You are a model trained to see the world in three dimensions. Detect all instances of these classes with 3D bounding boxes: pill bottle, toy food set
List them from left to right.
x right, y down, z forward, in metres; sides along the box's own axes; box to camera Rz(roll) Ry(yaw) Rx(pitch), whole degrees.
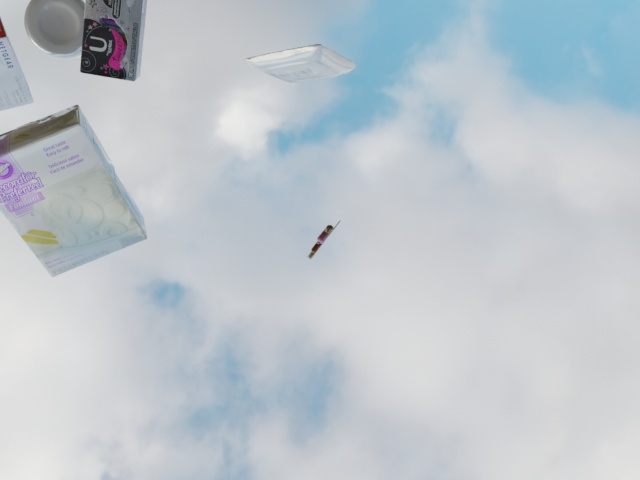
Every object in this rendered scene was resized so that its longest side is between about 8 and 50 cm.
[{"bbox_3d":[-0.756,-0.638,1.978,0.188,0.187,0.334,-13,-163,-9],"label":"pill bottle"},{"bbox_3d":[0.000,0.000,1.553,0.019,0.122,0.078,38,-151,1],"label":"toy food set"}]

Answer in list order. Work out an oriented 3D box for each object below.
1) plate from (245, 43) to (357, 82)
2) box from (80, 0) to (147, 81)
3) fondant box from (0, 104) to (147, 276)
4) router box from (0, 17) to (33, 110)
[{"bbox_3d":[-0.059,-0.564,2.149,0.278,0.277,0.045,-2,-90,28],"label":"plate"},{"bbox_3d":[-0.531,-0.549,1.701,0.142,0.247,0.163,6,-163,-12],"label":"box"},{"bbox_3d":[-0.559,-0.099,1.440,0.238,0.330,0.096,-23,-139,-4],"label":"fondant box"},{"bbox_3d":[-1.035,-0.487,1.924,0.301,0.335,0.082,-19,-107,-16],"label":"router box"}]
